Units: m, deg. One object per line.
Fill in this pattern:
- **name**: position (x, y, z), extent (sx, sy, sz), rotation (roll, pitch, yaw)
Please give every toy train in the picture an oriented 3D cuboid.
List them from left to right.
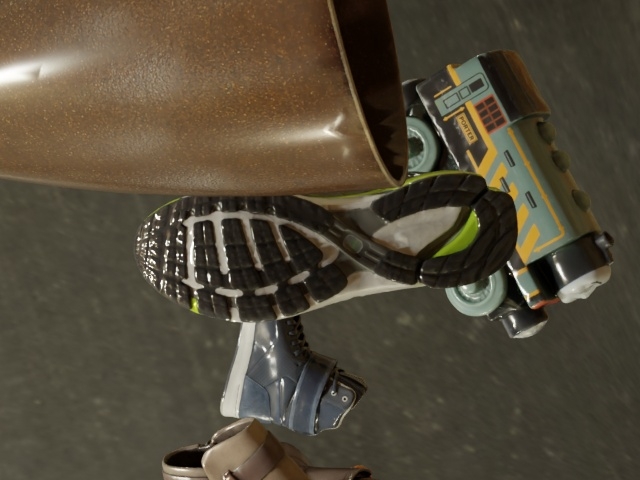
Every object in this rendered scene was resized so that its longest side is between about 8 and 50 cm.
- **toy train**: position (0.203, -0.059, 1.954), extent (0.190, 0.142, 0.334), rotation (-32, 77, 27)

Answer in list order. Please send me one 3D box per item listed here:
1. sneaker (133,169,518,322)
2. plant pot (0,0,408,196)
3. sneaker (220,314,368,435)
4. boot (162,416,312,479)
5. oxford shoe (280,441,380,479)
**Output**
- **sneaker**: position (0.000, 0.000, 1.359), extent (0.300, 0.121, 0.111), rotation (-3, 97, -8)
- **plant pot**: position (-0.088, -0.112, 0.939), extent (0.230, 0.215, 0.215), rotation (-11, 77, 11)
- **sneaker**: position (-0.015, 0.118, 1.982), extent (0.163, 0.086, 0.226), rotation (15, 104, 12)
- **boot**: position (-0.015, 0.121, 0.783), extent (0.118, 0.042, 0.087), rotation (-22, 104, 19)
- **oxford shoe**: position (0.019, 0.290, 1.778), extent (0.130, 0.364, 0.133), rotation (39, 94, -26)
